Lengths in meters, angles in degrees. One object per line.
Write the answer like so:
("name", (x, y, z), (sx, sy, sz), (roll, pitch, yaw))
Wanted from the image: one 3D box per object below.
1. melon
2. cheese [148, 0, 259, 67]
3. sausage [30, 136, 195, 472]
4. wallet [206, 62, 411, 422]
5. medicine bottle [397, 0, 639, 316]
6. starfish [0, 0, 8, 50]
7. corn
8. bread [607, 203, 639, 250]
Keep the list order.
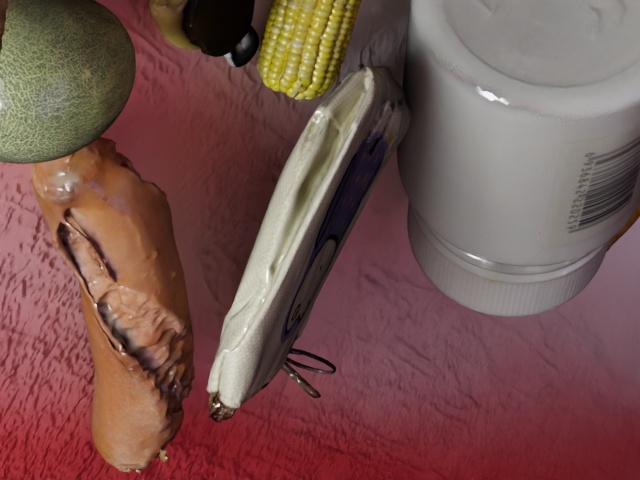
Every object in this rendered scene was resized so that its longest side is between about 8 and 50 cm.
("melon", (-0.160, -0.094, 1.111), (0.130, 0.098, 0.098), (-34, 143, -54))
("cheese", (-0.066, -0.153, 1.299), (0.086, 0.036, 0.162), (-65, 162, -9))
("sausage", (-0.131, 0.042, 1.320), (0.087, 0.079, 0.327), (-23, 141, -16))
("wallet", (-0.003, 0.000, 1.448), (0.335, 0.068, 0.275), (-32, 141, -80))
("medicine bottle", (0.166, -0.093, 1.573), (0.208, 0.208, 0.340), (-51, 162, -24))
("starfish", (-0.208, -0.246, 0.858), (0.398, 0.132, 0.384), (3, 116, -59))
("corn", (0.004, -0.180, 1.372), (0.085, 0.063, 0.165), (-14, 126, -65))
("bread", (0.263, -0.038, 1.989), (0.200, 0.077, 0.116), (-39, 147, -38))
